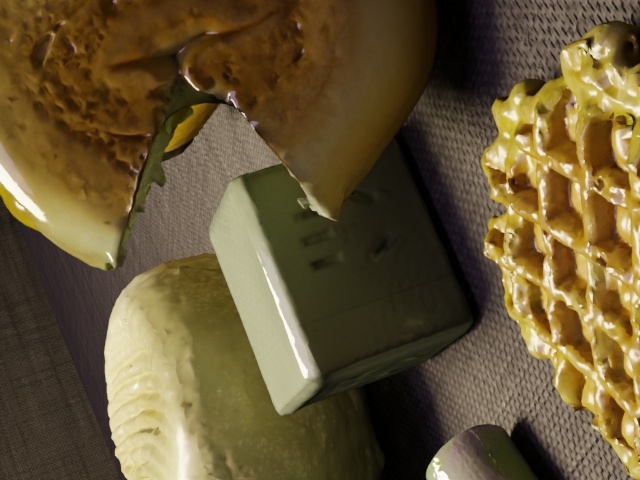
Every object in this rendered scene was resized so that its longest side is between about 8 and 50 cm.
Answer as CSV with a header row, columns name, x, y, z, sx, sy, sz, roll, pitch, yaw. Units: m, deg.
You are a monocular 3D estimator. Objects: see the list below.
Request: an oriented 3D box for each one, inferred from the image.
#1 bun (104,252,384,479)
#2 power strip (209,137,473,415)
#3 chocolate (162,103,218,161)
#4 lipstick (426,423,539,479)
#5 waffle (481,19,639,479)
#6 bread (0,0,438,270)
name,x,y,z,sx,sy,sz,roll,pitch,yaw
bun,-0.067,0.185,1.185,0.349,0.227,0.352,158,101,-71
power strip,0.000,0.000,0.970,0.139,0.140,0.224,125,124,-69
chocolate,-0.109,-0.193,1.115,0.445,0.162,0.162,-27,81,67
lipstick,0.171,0.260,0.833,0.304,0.076,0.076,57,156,37
waffle,0.167,0.026,0.656,0.262,0.060,0.280,114,136,-68
bread,-0.089,-0.146,0.836,0.160,0.333,0.333,-70,-35,-78
